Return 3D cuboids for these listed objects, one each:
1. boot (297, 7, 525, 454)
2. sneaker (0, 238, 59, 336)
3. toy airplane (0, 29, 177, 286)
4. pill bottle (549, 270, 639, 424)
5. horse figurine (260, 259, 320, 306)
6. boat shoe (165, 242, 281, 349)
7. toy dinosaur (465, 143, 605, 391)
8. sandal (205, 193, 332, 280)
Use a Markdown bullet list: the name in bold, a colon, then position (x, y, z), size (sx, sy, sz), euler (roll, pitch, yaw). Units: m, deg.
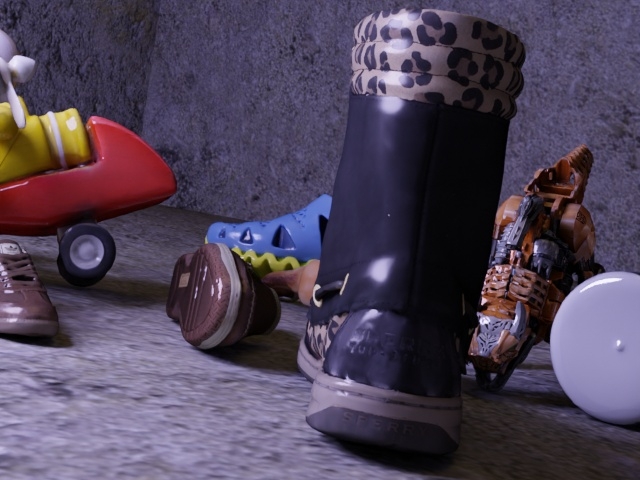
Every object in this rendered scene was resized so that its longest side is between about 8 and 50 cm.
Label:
- **boot**: position (0.063, -0.014, 0.832), size (0.138, 0.284, 0.377), euler (9, 4, 3)
- **sneaker**: position (-0.277, 0.036, 0.940), size (0.066, 0.071, 0.188), euler (7, 4, -36)
- **toy airplane**: position (-0.399, -0.101, 1.167), size (0.386, 0.272, 0.384), euler (-1, -8, 31)
- **pill bottle**: position (0.323, 0.096, 0.996), size (0.130, 0.130, 0.246), euler (12, 4, 41)
- **horse figurine**: position (0.026, 0.064, 1.325), size (0.174, 0.066, 0.263), euler (16, -1, -10)
- **boat shoe**: position (-0.080, 0.052, 1.022), size (0.095, 0.095, 0.257), euler (14, 2, -15)
- **toy dinosaur**: position (0.225, 0.025, 1.068), size (0.322, 0.218, 0.164), euler (-40, 49, -25)
- **sandal**: position (0.000, 0.000, 1.499), size (0.317, 0.138, 0.126), euler (5, -14, 5)
